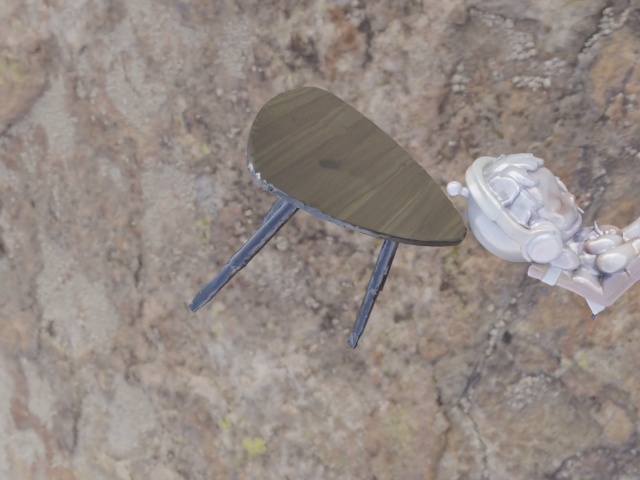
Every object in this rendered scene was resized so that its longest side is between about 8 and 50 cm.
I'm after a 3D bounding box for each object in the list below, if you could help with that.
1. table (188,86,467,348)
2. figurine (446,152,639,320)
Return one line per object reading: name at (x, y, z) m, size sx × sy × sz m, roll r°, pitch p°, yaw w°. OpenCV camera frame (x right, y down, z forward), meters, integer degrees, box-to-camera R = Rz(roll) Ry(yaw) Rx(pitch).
table at (0.000, 0.000, 1.202) m, size 0.317 × 0.317 × 0.249 m, roll 47°, pitch 125°, yaw 21°
figurine at (0.261, -0.026, 1.010) m, size 0.237 × 0.162 × 0.141 m, roll 34°, pitch 119°, yaw 8°
